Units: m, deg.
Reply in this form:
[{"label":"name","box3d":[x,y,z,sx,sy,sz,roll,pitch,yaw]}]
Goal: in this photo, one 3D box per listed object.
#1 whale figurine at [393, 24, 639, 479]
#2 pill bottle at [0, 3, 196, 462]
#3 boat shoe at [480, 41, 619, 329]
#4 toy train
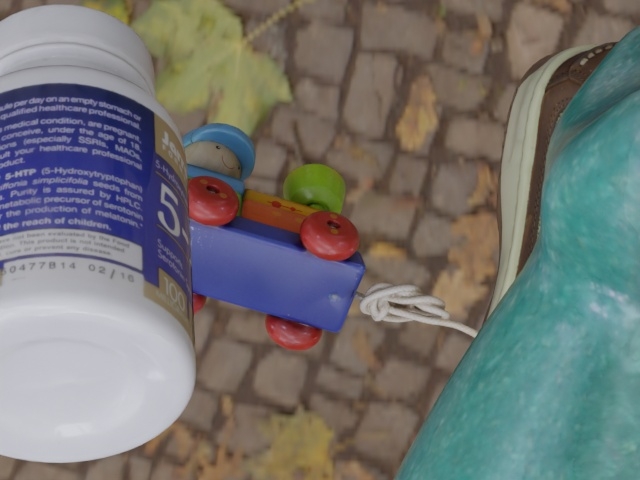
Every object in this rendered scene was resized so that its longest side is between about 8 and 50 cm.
[{"label":"whale figurine","box3d":[0.062,0.082,0.504,0.141,0.216,0.272,1,109,9]},{"label":"pill bottle","box3d":[-0.112,-0.009,0.829,0.112,0.186,0.112,-3,140,-3]},{"label":"boat shoe","box3d":[0.116,0.046,0.779,0.095,0.095,0.257,-1,89,-25]},{"label":"toy train","box3d":[0.000,0.000,1.387,0.248,0.143,0.105,16,125,-8]}]
